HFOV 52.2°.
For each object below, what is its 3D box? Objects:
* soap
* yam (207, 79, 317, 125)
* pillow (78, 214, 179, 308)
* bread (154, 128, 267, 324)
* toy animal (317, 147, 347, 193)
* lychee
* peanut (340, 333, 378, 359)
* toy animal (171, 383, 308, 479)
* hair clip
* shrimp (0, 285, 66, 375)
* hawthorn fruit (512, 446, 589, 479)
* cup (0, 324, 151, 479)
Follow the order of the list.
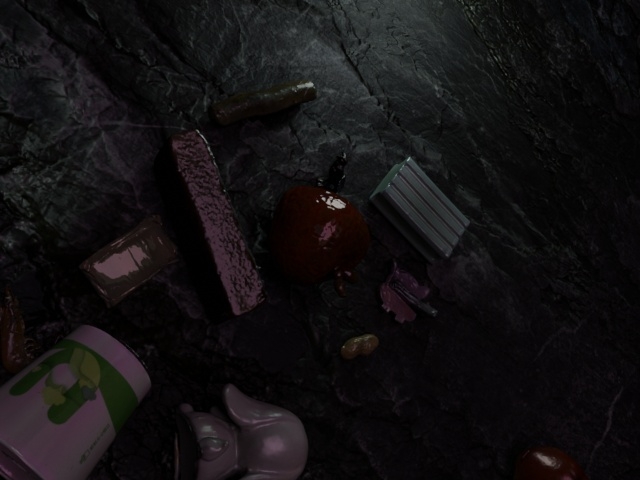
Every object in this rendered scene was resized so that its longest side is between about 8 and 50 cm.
[{"bbox_3d":[0.278,-0.081,1.822,0.265,0.087,0.160,44,59,-12],"label":"soap"},{"bbox_3d":[-0.142,-0.354,1.663,0.317,0.071,0.067,-24,126,-34],"label":"yam"},{"bbox_3d":[-0.403,0.041,1.401,0.208,0.053,0.119,-40,102,-33],"label":"pillow"},{"bbox_3d":[-0.248,-0.025,1.447,0.113,0.165,0.416,-20,87,-32],"label":"bread"},{"bbox_3d":[0.042,-0.171,1.701,0.062,0.108,0.220,32,28,-16],"label":"toy animal"},{"bbox_3d":[0.000,0.000,1.542,0.255,0.255,0.300,-25,58,-34],"label":"lychee"},{"bbox_3d":[0.097,0.267,1.638,0.113,0.054,0.054,-13,83,-30],"label":"peanut"},{"bbox_3d":[-0.170,0.423,1.359,0.289,0.174,0.249,-21,88,-32],"label":"toy animal"},{"bbox_3d":[0.232,0.155,1.756,0.187,0.056,0.146,35,62,-8],"label":"hair clip"},{"bbox_3d":[-0.564,0.175,1.279,0.124,0.034,0.178,-2,79,-34],"label":"shrimp"},{"bbox_3d":[0.627,0.650,1.755,0.185,0.202,0.185,4,82,-32],"label":"hawthorn fruit"},{"bbox_3d":[-0.466,0.314,1.188,0.253,0.253,0.274,49,50,-10],"label":"cup"}]
